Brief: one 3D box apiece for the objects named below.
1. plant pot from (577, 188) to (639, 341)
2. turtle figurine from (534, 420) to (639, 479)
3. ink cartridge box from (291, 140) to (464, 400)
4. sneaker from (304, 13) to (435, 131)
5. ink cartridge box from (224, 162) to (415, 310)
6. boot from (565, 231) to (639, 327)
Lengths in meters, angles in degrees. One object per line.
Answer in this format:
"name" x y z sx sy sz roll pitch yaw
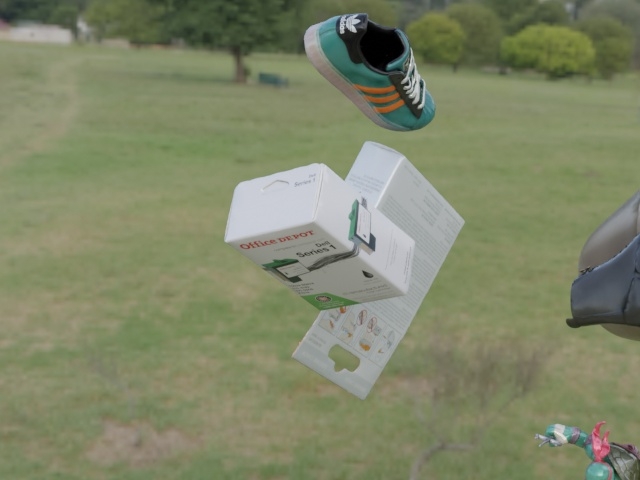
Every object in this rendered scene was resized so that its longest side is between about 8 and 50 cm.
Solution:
"plant pot" 0.541 0.031 1.816 0.323 0.323 0.280 -3 -11 -27
"turtle figurine" 0.387 0.325 1.656 0.118 0.175 0.234 -24 -23 31
"ink cartridge box" 0.083 0.061 2.135 0.091 0.385 0.308 26 -7 32
"sneaker" 0.112 -0.268 1.978 0.121 0.108 0.302 -13 -29 38
"ink cartridge box" 0.000 0.000 1.660 0.160 0.092 0.219 -13 -36 37
"boot" 0.376 0.016 1.503 0.137 0.198 0.077 -7 -39 38
